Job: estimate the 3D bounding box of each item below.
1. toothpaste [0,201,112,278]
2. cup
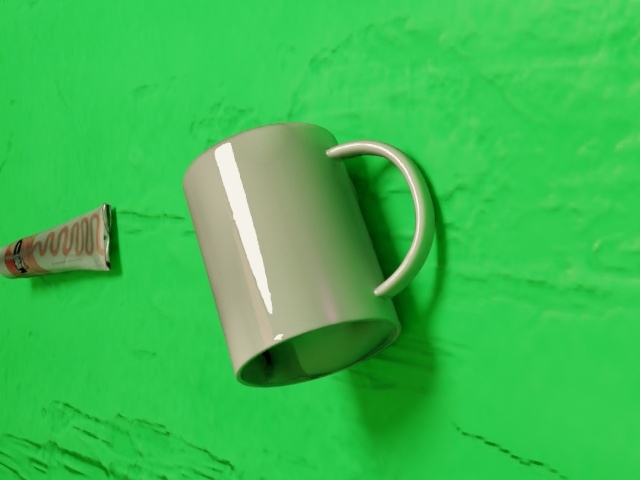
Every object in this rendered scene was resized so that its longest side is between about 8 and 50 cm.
[{"bbox_3d":[-0.231,0.008,1.208,0.205,0.036,0.056,-12,82,54],"label":"toothpaste"},{"bbox_3d":[-0.001,0.004,0.801,0.099,0.136,0.133,73,179,-68],"label":"cup"}]
